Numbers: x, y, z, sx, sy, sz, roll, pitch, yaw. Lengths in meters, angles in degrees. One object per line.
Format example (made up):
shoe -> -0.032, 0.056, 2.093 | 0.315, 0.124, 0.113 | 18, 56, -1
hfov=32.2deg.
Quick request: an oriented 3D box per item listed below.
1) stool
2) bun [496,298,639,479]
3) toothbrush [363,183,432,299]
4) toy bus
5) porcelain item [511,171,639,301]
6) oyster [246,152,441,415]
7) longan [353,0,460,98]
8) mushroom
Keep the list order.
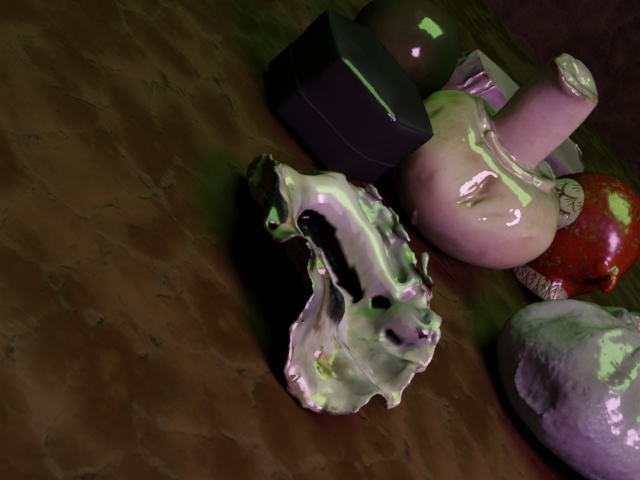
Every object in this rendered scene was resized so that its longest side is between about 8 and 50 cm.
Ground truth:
stool -> 0.041, -0.199, 1.570 | 0.232, 0.141, 0.232 | 41, 24, -23
bun -> 0.417, 0.204, 1.576 | 0.354, 0.194, 0.354 | 29, 23, -14
toothbrush -> 0.110, 0.001, 1.571 | 0.017, 0.014, 0.194 | 14, 44, -55
toy bus -> 0.353, -0.211, 2.156 | 0.386, 0.162, 0.171 | 39, 27, -28
porcelain item -> 0.451, 0.011, 1.919 | 0.253, 0.253, 0.253 | 41, 25, -24
oyster -> 0.008, 0.031, 1.224 | 0.238, 0.115, 0.351 | 8, 43, -48
longan -> 0.141, -0.329, 1.894 | 0.196, 0.196, 0.220 | 53, 11, 2
mushroom -> 0.281, -0.126, 1.678 | 0.314, 0.336, 0.314 | 32, 33, -24
